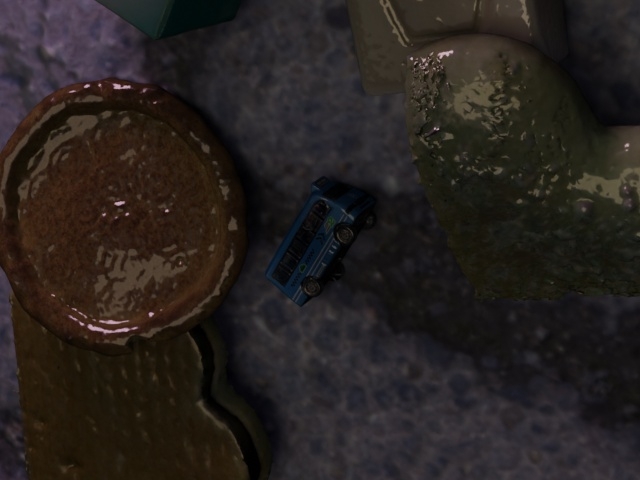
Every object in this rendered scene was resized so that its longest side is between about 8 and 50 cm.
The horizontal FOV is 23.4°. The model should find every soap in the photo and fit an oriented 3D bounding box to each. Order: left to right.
[{"bbox_3d":[0.071,-0.183,0.905,0.121,0.064,0.183,-4,108,28],"label":"soap"}]

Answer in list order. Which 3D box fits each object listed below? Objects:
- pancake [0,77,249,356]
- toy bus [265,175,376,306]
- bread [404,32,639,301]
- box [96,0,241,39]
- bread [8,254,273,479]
[{"bbox_3d":[-0.142,-0.016,1.059,0.199,0.021,0.199,0,89,18],"label":"pancake"},{"bbox_3d":[0.000,0.000,1.024,0.046,0.038,0.083,37,120,10],"label":"toy bus"},{"bbox_3d":[0.131,-0.024,0.912,0.232,0.064,0.172,29,140,-10],"label":"bread"},{"bbox_3d":[-0.090,-0.262,0.917,0.153,0.092,0.245,33,119,18],"label":"box"},{"bbox_3d":[-0.128,0.144,1.128,0.207,0.056,0.287,10,113,22],"label":"bread"}]
